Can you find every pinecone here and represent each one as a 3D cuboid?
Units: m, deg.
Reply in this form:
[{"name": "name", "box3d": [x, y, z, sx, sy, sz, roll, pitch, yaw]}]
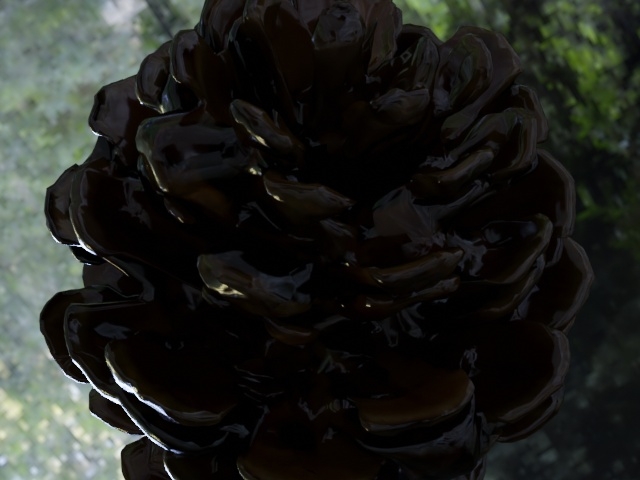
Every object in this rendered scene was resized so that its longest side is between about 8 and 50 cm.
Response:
[{"name": "pinecone", "box3d": [0.000, 0.000, 0.430, 0.173, 0.173, 0.173, -26, -152, 16]}]
